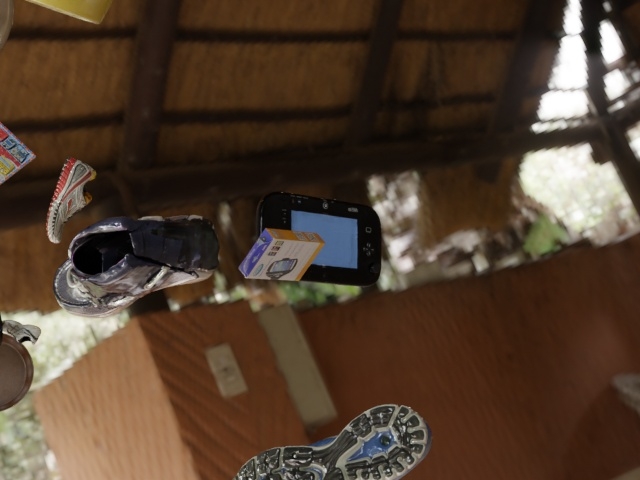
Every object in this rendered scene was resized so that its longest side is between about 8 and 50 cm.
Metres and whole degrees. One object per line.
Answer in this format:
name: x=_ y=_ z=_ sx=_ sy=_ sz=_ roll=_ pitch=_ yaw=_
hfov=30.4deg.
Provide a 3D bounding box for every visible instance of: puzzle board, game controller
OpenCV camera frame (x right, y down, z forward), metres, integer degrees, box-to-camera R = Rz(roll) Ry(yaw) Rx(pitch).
puzzle board: x=-0.517 y=-0.142 z=1.811 sx=0.096 sy=0.128 sz=0.011 roll=-43 pitch=-13 yaw=-24
game controller: x=0.000 y=0.000 z=2.287 sx=0.319 sy=0.166 sz=0.067 roll=7 pitch=-1 yaw=-42

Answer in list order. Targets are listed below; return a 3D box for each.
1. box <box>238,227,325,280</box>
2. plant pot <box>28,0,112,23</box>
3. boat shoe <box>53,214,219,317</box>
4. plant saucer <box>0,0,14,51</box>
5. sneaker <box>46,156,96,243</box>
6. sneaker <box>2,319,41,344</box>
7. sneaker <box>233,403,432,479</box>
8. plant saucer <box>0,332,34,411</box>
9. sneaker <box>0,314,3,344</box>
box: x=-0.063 y=0.022 z=1.783 sx=0.136 sy=0.028 sz=0.081 roll=7 pitch=-54 yaw=-48
plant pot: x=-0.372 y=-0.464 z=1.768 sx=0.254 sy=0.254 sz=0.239 roll=6 pitch=-76 yaw=-65
boat shoe: x=-0.307 y=0.031 z=1.633 sx=0.340 sy=0.127 sz=0.158 roll=-21 pitch=-17 yaw=40
plant saucer: x=-0.627 y=-0.372 z=1.878 sx=0.278 sy=0.041 sz=0.278 roll=-19 pitch=-54 yaw=-28
sneaker: x=-0.625 y=-0.091 z=2.939 sx=0.088 sy=0.093 sz=0.225 roll=-105 pitch=36 yaw=-67
sneaker: x=-0.568 y=0.173 z=2.209 sx=0.083 sy=0.037 sz=0.032 roll=9 pitch=-30 yaw=5
sneaker: x=0.023 y=0.346 z=1.729 sx=0.330 sy=0.130 sz=0.147 roll=-24 pitch=-22 yaw=15
plant saucer: x=-0.674 y=0.272 z=2.413 sx=0.168 sy=0.168 sz=0.029 roll=-20 pitch=-10 yaw=-17
sneaker: x=-0.662 y=0.155 z=2.208 sx=0.232 sy=0.090 sz=0.081 roll=12 pitch=4 yaw=44
